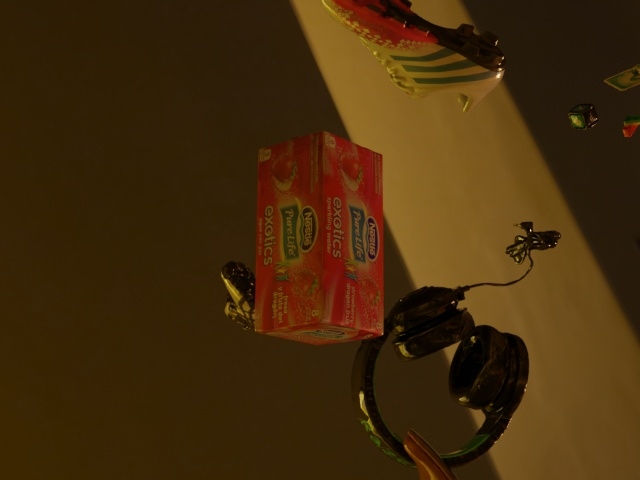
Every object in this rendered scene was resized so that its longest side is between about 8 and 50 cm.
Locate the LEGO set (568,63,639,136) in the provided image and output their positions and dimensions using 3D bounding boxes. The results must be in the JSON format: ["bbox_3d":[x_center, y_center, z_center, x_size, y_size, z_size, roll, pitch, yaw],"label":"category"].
[{"bbox_3d":[0.386,-0.149,1.377,0.244,0.182,0.060,-23,-67,-4],"label":"LEGO set"}]

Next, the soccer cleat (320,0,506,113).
[{"bbox_3d":[0.129,-0.293,2.087,0.331,0.116,0.143,21,-55,-18],"label":"soccer cleat"}]

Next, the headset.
[{"bbox_3d":[0.214,0.148,1.957,0.394,0.243,0.185,-56,12,-23],"label":"headset"}]

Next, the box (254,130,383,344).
[{"bbox_3d":[0.000,0.000,1.771,0.122,0.257,0.128,-12,-20,40],"label":"box"}]

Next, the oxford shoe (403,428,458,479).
[{"bbox_3d":[0.164,0.356,1.866,0.076,0.212,0.076,-32,16,-2],"label":"oxford shoe"}]

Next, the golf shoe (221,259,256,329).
[{"bbox_3d":[-0.144,0.111,2.439,0.094,0.077,0.198,-18,-41,19],"label":"golf shoe"}]
